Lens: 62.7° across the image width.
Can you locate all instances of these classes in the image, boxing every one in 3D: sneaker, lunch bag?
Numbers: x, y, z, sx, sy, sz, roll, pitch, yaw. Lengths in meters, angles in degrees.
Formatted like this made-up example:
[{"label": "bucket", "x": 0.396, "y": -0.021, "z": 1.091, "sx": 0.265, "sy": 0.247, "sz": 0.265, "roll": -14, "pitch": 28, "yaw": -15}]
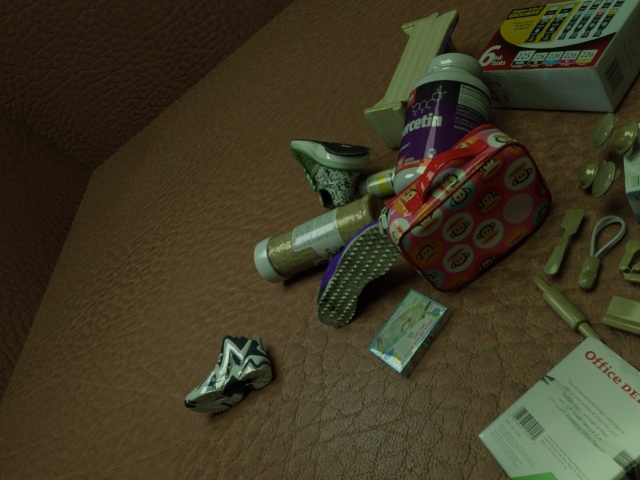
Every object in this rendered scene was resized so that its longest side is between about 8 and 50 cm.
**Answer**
[{"label": "sneaker", "x": 0.072, "y": 0.043, "z": 1.151, "sx": 0.293, "sy": 0.102, "sz": 0.146, "roll": -57, "pitch": 16, "yaw": 32}, {"label": "sneaker", "x": -0.227, "y": 0.311, "z": 1.278, "sx": 0.235, "sy": 0.094, "sz": 0.153, "roll": -35, "pitch": 36, "yaw": 17}, {"label": "lunch bag", "x": 0.263, "y": -0.062, "z": 0.974, "sx": 0.293, "sy": 0.258, "sz": 0.120, "roll": -41, "pitch": 39, "yaw": 8}, {"label": "sneaker", "x": 0.004, "y": -0.184, "z": 1.462, "sx": 0.410, "sy": 0.158, "sz": 0.181, "roll": -140, "pitch": 55, "yaw": -70}]

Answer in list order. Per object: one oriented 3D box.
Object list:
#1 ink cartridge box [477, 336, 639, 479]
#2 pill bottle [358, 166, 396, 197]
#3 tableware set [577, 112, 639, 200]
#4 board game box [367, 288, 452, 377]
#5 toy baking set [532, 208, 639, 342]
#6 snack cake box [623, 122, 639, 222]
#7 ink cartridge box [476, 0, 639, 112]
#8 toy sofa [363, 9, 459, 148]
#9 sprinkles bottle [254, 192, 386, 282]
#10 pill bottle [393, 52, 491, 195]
[{"label": "ink cartridge box", "x": 0.356, "y": 0.266, "z": 0.711, "sx": 0.219, "sy": 0.092, "sz": 0.160, "roll": -44, "pitch": 36, "yaw": 6}, {"label": "pill bottle", "x": 0.156, "y": -0.143, "z": 1.327, "sx": 0.116, "sy": 0.065, "sz": 0.065, "roll": -12, "pitch": 49, "yaw": 39}, {"label": "tableware set", "x": 0.494, "y": -0.147, "z": 0.911, "sx": 0.168, "sy": 0.020, "sz": 0.141, "roll": -69, "pitch": -3, "yaw": -71}, {"label": "board game box", "x": 0.175, "y": 0.180, "z": 1.038, "sx": 0.154, "sy": 0.026, "sz": 0.103, "roll": -52, "pitch": 36, "yaw": -6}, {"label": "toy baking set", "x": 0.458, "y": 0.053, "z": 0.865, "sx": 0.197, "sy": 0.030, "sz": 0.256, "roll": -41, "pitch": 36, "yaw": 5}, {"label": "snack cake box", "x": 0.624, "y": -0.133, "z": 0.811, "sx": 0.265, "sy": 0.089, "sz": 0.152, "roll": -12, "pitch": 47, "yaw": 39}, {"label": "ink cartridge box", "x": 0.536, "y": -0.427, "z": 1.144, "sx": 0.271, "sy": 0.130, "sz": 0.309, "roll": -54, "pitch": 35, "yaw": -10}, {"label": "toy sofa", "x": 0.274, "y": -0.428, "z": 1.401, "sx": 0.177, "sy": 0.150, "sz": 0.362, "roll": -1, "pitch": 57, "yaw": 40}, {"label": "sprinkles bottle", "x": 0.000, "y": 0.000, "z": 1.307, "sx": 0.356, "sy": 0.121, "sz": 0.121, "roll": -23, "pitch": 42, "yaw": 31}, {"label": "pill bottle", "x": 0.270, "y": -0.235, "z": 1.145, "sx": 0.182, "sy": 0.182, "sz": 0.322, "roll": -5, "pitch": 67, "yaw": 44}]
